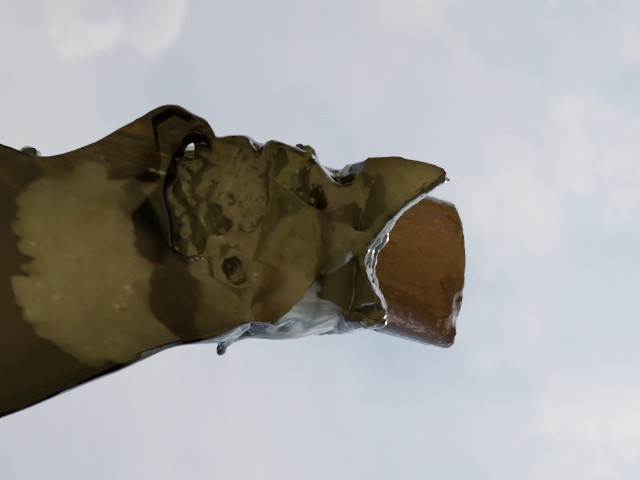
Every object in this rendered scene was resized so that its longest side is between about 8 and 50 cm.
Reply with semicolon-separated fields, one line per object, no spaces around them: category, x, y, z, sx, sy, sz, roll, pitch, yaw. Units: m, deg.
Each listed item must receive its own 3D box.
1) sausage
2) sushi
sausage;0.000;0.000;1.462;0.252;0.123;0.123;16;-130;2
sushi;-0.075;0.004;0.835;0.272;0.109;0.134;-14;-101;2
